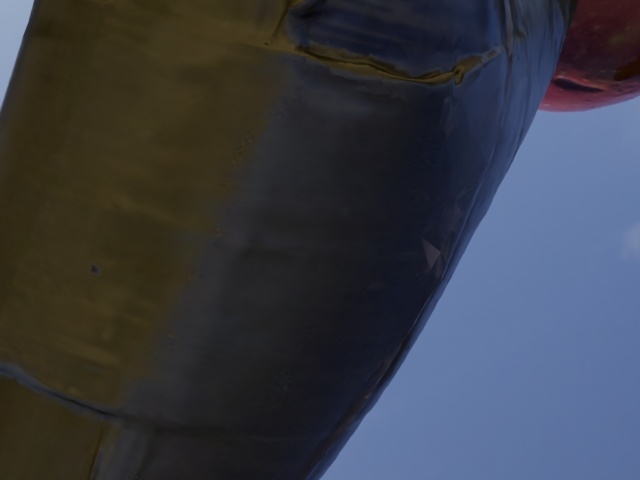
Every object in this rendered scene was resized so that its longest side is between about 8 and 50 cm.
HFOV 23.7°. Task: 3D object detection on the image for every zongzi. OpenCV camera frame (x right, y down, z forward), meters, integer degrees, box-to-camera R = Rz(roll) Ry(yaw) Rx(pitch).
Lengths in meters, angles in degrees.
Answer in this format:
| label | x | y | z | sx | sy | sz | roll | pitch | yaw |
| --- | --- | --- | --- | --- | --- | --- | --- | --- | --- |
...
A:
| label | x | y | z | sx | sy | sz | roll | pitch | yaw |
| --- | --- | --- | --- | --- | --- | --- | --- | --- | --- |
| zongzi | 0.000 | 0.000 | 0.533 | 0.145 | 0.273 | 0.300 | 25 | -168 | 26 |

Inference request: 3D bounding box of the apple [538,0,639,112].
| label | x | y | z | sx | sy | sz | roll | pitch | yaw |
| --- | --- | --- | --- | --- | --- | --- | --- | --- | --- |
| apple | 0.138 | -0.161 | 0.753 | 0.162 | 0.201 | 0.201 | -12 | -159 | 1 |
